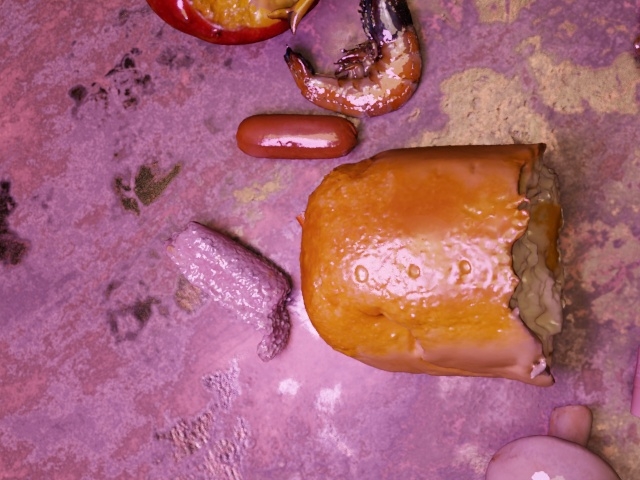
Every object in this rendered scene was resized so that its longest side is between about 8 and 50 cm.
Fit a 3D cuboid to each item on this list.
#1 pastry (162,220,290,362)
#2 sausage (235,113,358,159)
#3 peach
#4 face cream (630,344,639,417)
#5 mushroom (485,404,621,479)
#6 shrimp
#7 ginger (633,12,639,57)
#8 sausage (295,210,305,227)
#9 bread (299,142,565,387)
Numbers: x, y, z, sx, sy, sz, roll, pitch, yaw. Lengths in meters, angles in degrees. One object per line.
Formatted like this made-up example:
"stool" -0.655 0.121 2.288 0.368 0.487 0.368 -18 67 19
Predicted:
"pastry" -0.135 0.063 1.591 0.265 0.103 0.112 46 114 3
"sausage" -0.037 -0.168 1.596 0.198 0.076 0.076 3 89 10
"peach" -0.120 -0.505 1.504 0.335 0.310 0.406 16 105 -26
"face cream" 0.532 0.213 1.433 0.149 0.149 0.104 8 88 11
"mushroom" 0.355 0.345 1.464 0.207 0.207 0.215 16 56 11
"shrimp" 0.045 -0.340 1.591 0.222 0.054 0.290 -7 95 11
"ginger" 0.566 -0.271 1.478 0.166 0.080 0.333 -17 82 22
"sausage" 0.000 0.000 1.604 0.031 0.031 0.107 -34 82 8
"bread" 0.163 0.034 1.459 0.394 0.250 0.361 0 87 12
